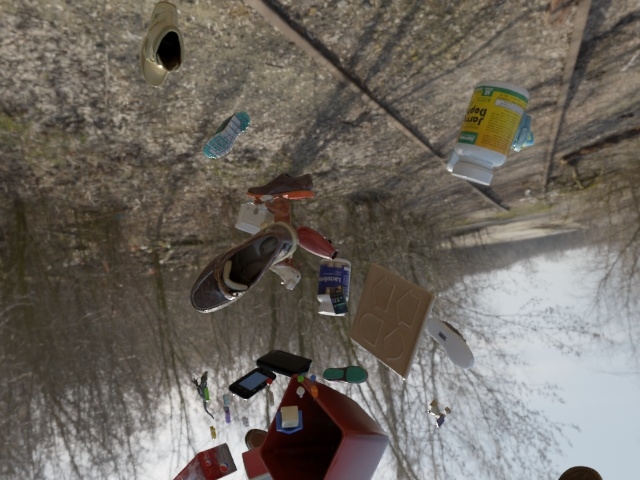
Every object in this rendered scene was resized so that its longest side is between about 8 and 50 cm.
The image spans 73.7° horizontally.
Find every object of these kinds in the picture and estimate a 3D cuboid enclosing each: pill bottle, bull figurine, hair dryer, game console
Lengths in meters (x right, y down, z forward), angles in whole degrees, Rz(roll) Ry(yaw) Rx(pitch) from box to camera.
[{"bbox_3d":[0.368,-0.235,0.947,0.117,0.208,0.117,17,-170,-3],"label":"pill bottle"},{"bbox_3d":[-0.146,-0.001,1.305,0.101,0.310,0.188,-20,159,36],"label":"bull figurine"},{"bbox_3d":[0.064,0.227,2.082,0.153,0.264,0.153,4,166,1],"label":"pill bottle"},{"bbox_3d":[0.000,0.000,1.629,0.223,0.080,0.293,18,-167,-18],"label":"hair dryer"},{"bbox_3d":[-0.208,0.544,1.731,0.213,0.044,0.361,7,-166,30],"label":"game console"}]

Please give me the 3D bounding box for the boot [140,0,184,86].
[{"bbox_3d":[-0.473,-0.546,1.280,0.095,0.203,0.262,6,134,-34],"label":"boot"}]

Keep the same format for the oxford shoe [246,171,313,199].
[{"bbox_3d":[-0.151,-0.199,1.581,0.271,0.098,0.097,0,-178,19],"label":"oxford shoe"}]

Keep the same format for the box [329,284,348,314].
[{"bbox_3d":[0.067,0.216,1.550,0.052,0.083,0.062,-15,-158,6],"label":"box"}]

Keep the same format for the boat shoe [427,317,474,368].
[{"bbox_3d":[0.582,0.441,1.850,0.102,0.108,0.301,9,-162,-23],"label":"boat shoe"}]

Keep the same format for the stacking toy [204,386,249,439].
[{"bbox_3d":[-0.417,0.748,1.900,0.167,0.221,0.052,-7,176,-28],"label":"stacking toy"}]

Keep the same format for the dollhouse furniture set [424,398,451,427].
[{"bbox_3d":[0.452,0.659,1.703,0.091,0.114,0.081,-36,-153,-28],"label":"dollhouse furniture set"}]

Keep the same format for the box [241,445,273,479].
[{"bbox_3d":[-0.135,0.776,1.448,0.232,0.148,0.127,-12,-160,-20],"label":"box"}]

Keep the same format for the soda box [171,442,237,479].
[{"bbox_3d":[-0.336,0.667,1.207,0.092,0.083,0.263,-2,142,-42],"label":"soda box"}]

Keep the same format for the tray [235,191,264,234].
[{"bbox_3d":[-0.323,-0.140,2.098,0.145,0.270,0.030,20,133,-15],"label":"tray"}]

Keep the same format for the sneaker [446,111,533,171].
[{"bbox_3d":[0.594,-0.332,1.459,0.319,0.208,0.127,-54,165,3],"label":"sneaker"}]

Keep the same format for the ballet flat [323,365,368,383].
[{"bbox_3d":[0.116,0.574,1.803,0.221,0.077,0.079,-12,140,32],"label":"ballet flat"}]

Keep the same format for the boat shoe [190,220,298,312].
[{"bbox_3d":[-0.207,0.076,1.039,0.342,0.123,0.123,-33,-178,18],"label":"boat shoe"}]

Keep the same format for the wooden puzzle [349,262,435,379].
[{"bbox_3d":[0.267,0.289,1.591,0.080,0.322,0.348,8,-167,-36],"label":"wooden puzzle"}]

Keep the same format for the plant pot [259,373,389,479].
[{"bbox_3d":[0.028,0.566,1.185,0.236,0.267,0.267,19,-173,-35],"label":"plant pot"}]

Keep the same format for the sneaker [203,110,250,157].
[{"bbox_3d":[-0.272,-0.305,1.228,0.166,0.065,0.076,-44,-146,-1],"label":"sneaker"}]

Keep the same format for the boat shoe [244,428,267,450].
[{"bbox_3d":[-0.166,0.859,1.697,0.111,0.307,0.104,-52,-170,-33],"label":"boat shoe"}]

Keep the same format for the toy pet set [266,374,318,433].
[{"bbox_3d":[-0.068,0.394,1.028,0.122,0.114,0.065,-1,136,-9],"label":"toy pet set"}]

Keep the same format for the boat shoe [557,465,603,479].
[{"bbox_3d":[0.461,0.554,0.728,0.098,0.302,0.109,35,143,-17],"label":"boat shoe"}]

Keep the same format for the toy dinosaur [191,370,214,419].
[{"bbox_3d":[-0.551,0.712,2.007,0.064,0.268,0.118,-18,-151,-30],"label":"toy dinosaur"}]
